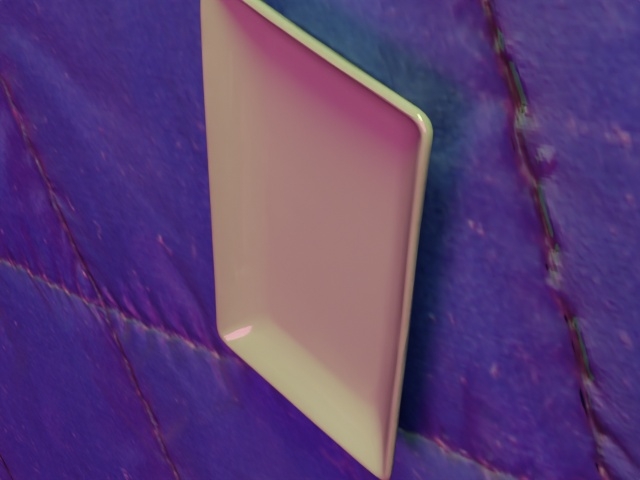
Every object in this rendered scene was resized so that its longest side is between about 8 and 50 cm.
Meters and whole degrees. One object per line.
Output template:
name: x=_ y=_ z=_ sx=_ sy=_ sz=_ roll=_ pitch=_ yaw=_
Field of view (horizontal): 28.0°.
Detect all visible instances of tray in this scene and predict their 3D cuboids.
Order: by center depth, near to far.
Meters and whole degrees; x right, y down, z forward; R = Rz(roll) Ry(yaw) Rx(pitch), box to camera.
tray: x=0.000 y=0.000 z=0.650 sx=0.145 sy=0.030 sz=0.270 roll=39 pitch=147 yaw=29
